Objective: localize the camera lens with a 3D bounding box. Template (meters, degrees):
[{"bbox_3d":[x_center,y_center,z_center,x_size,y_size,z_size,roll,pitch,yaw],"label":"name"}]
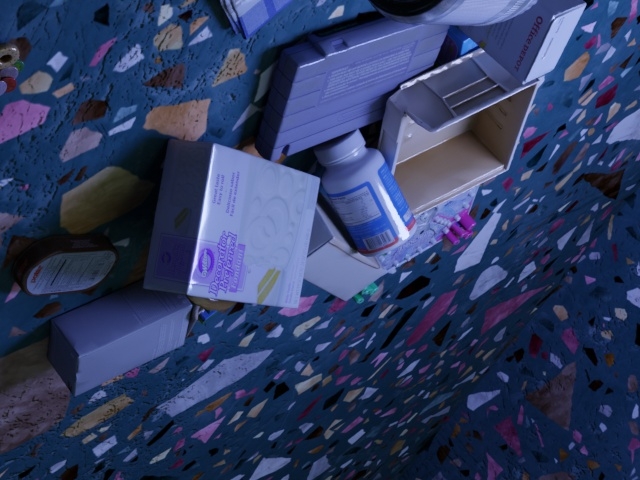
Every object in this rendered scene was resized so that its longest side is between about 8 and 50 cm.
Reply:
[{"bbox_3d":[0.198,-0.429,1.655,0.274,0.219,0.219,-11,142,-49],"label":"camera lens"}]

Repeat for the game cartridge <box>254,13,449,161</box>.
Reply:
[{"bbox_3d":[0.058,-0.278,1.903,0.355,0.068,0.230,-24,147,-34],"label":"game cartridge"}]

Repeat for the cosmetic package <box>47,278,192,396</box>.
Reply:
[{"bbox_3d":[-0.354,0.163,1.975,0.238,0.107,0.127,-21,148,-34],"label":"cosmetic package"}]

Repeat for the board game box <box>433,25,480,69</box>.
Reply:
[{"bbox_3d":[0.323,-0.350,2.167,0.242,0.064,0.316,-33,155,-19],"label":"board game box"}]

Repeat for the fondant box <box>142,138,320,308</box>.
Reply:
[{"bbox_3d":[-0.138,-0.018,1.846,0.330,0.096,0.238,13,86,-58],"label":"fondant box"}]

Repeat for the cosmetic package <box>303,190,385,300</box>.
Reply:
[{"bbox_3d":[0.000,0.000,2.143,0.113,0.160,0.309,-36,158,11],"label":"cosmetic package"}]

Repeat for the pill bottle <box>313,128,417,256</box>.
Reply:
[{"bbox_3d":[0.077,-0.092,2.042,0.124,0.221,0.124,-25,-162,9],"label":"pill bottle"}]

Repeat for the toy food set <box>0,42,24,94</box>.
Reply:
[{"bbox_3d":[-0.404,-0.205,1.376,0.083,0.020,0.082,-33,155,-19],"label":"toy food set"}]

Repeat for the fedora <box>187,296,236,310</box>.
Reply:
[{"bbox_3d":[-0.205,0.036,1.958,0.079,0.194,0.194,-15,176,39],"label":"fedora"}]

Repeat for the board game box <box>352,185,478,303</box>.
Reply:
[{"bbox_3d":[0.238,-0.052,2.561,0.390,0.050,0.390,-30,153,-26],"label":"board game box"}]

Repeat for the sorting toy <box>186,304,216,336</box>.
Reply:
[{"bbox_3d":[-0.172,0.094,2.101,0.208,0.038,0.193,-44,177,-20],"label":"sorting toy"}]

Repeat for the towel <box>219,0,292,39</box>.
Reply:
[{"bbox_3d":[-0.071,-0.410,1.517,0.209,0.034,0.285,-41,158,-7],"label":"towel"}]

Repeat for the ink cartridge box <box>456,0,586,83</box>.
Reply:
[{"bbox_3d":[0.326,-0.396,1.912,0.093,0.212,0.154,-26,151,-32],"label":"ink cartridge box"}]

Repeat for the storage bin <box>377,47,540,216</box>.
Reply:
[{"bbox_3d":[0.240,-0.200,2.075,0.260,0.123,0.262,-27,153,-21],"label":"storage bin"}]

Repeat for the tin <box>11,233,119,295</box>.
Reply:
[{"bbox_3d":[-0.400,0.039,1.776,0.190,0.040,0.106,-4,132,-54],"label":"tin"}]
